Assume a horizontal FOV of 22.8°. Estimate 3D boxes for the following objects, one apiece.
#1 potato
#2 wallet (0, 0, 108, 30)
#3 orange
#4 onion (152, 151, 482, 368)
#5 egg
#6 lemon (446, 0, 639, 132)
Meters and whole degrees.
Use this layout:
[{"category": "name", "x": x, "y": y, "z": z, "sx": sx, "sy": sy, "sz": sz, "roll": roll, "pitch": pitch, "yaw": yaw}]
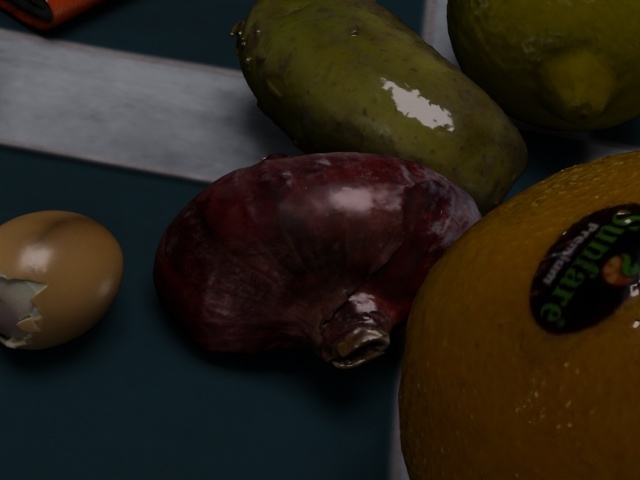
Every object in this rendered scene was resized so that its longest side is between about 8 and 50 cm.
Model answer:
[{"category": "potato", "x": 0.038, "y": -0.091, "z": 1.080, "sx": 0.251, "sy": 0.113, "sz": 0.149, "roll": 45, "pitch": 14, "yaw": 30}, {"category": "wallet", "x": -0.189, "y": -0.241, "z": 1.261, "sx": 0.142, "sy": 0.045, "sz": 0.204, "roll": 33, "pitch": 45, "yaw": 23}, {"category": "orange", "x": 0.176, "y": 0.082, "z": 0.808, "sx": 0.274, "sy": 0.274, "sz": 0.274, "roll": 7, "pitch": 40, "yaw": -6}, {"category": "onion", "x": 0.000, "y": 0.000, "z": 0.954, "sx": 0.206, "sy": 0.098, "sz": 0.151, "roll": -11, "pitch": 32, "yaw": -6}, {"category": "egg", "x": -0.160, "y": 0.020, "z": 0.938, "sx": 0.080, "sy": 0.080, "sz": 0.096, "roll": 32, "pitch": 48, "yaw": 22}, {"category": "lemon", "x": 0.185, "y": -0.182, "z": 1.181, "sx": 0.184, "sy": 0.184, "sz": 0.248, "roll": 9, "pitch": 41, "yaw": -3}]
